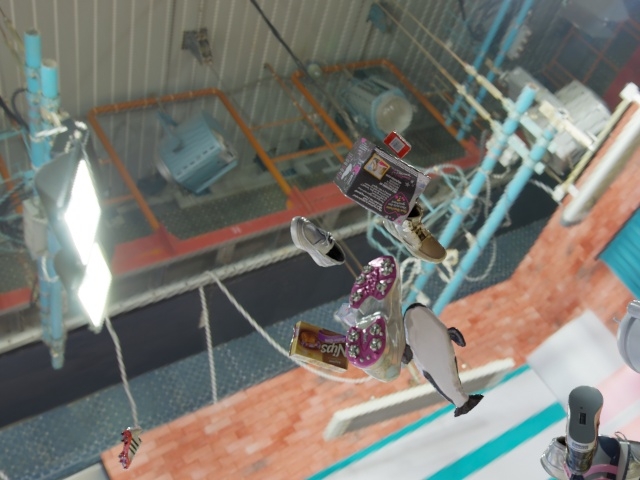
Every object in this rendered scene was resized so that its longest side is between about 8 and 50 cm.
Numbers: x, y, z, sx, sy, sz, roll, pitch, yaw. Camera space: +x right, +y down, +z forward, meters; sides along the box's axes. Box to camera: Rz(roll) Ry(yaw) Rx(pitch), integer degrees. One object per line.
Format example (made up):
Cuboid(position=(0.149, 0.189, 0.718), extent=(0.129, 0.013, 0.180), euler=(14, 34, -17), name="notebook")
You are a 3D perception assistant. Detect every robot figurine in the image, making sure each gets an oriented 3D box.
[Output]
Cuboid(position=(0.889, 0.264, 1.749), extent=(0.200, 0.300, 0.353), euler=(-43, 14, -7), name="robot figurine")

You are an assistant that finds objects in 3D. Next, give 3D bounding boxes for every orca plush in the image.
Cuboid(position=(0.282, 0.258, 1.626), extent=(0.151, 0.287, 0.102), euler=(-41, 6, 18), name="orca plush")

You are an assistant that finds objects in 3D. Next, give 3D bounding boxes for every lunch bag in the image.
Cuboid(position=(0.093, 0.207, 1.900), extent=(0.053, 0.071, 0.083), euler=(-53, 18, -14), name="lunch bag")

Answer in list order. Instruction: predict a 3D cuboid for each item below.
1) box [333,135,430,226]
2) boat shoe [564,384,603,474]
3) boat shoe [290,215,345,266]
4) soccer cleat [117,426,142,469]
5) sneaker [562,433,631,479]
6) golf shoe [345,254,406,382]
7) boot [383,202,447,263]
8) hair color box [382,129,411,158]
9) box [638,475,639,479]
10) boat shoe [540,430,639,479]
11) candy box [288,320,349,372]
Cuboid(position=(0.143, -0.147, 1.715), extent=(0.142, 0.163, 0.247), euler=(-59, 12, 9), name="box")
Cuboid(position=(0.495, 0.357, 1.331), extent=(0.183, 0.065, 0.083), euler=(-46, -40, -53), name="boat shoe")
Cuboid(position=(0.000, 0.001, 1.811), extent=(0.081, 0.079, 0.227), euler=(-3, -27, 26), name="boat shoe")
Cuboid(position=(-0.307, 0.337, 1.135), extent=(0.035, 0.029, 0.083), euler=(-12, -57, -42), name="soccer cleat")
Cuboid(position=(0.589, 0.556, 1.542), extent=(0.319, 0.131, 0.112), euler=(-48, -30, -46), name="sneaker")
Cuboid(position=(0.135, 0.174, 1.551), extent=(0.115, 0.306, 0.140), euler=(-15, -47, 32), name="golf shoe")
Cuboid(position=(0.270, -0.032, 1.948), extent=(0.077, 0.213, 0.165), euler=(-46, -14, -16), name="boot")
Cuboid(position=(0.216, -0.271, 1.959), extent=(0.043, 0.072, 0.141), euler=(-45, 2, 14), name="hair color box")
Cuboid(position=(0.810, 0.646, 1.511), extent=(0.127, 0.231, 0.262), euler=(-47, -50, -39), name="box")
Cuboid(position=(0.732, 0.556, 1.820), extent=(0.320, 0.118, 0.103), euler=(4, -59, -11), name="boat shoe")
Cuboid(position=(0.002, 0.331, 2.169), extent=(0.186, 0.109, 0.053), euler=(21, -29, -18), name="candy box")
